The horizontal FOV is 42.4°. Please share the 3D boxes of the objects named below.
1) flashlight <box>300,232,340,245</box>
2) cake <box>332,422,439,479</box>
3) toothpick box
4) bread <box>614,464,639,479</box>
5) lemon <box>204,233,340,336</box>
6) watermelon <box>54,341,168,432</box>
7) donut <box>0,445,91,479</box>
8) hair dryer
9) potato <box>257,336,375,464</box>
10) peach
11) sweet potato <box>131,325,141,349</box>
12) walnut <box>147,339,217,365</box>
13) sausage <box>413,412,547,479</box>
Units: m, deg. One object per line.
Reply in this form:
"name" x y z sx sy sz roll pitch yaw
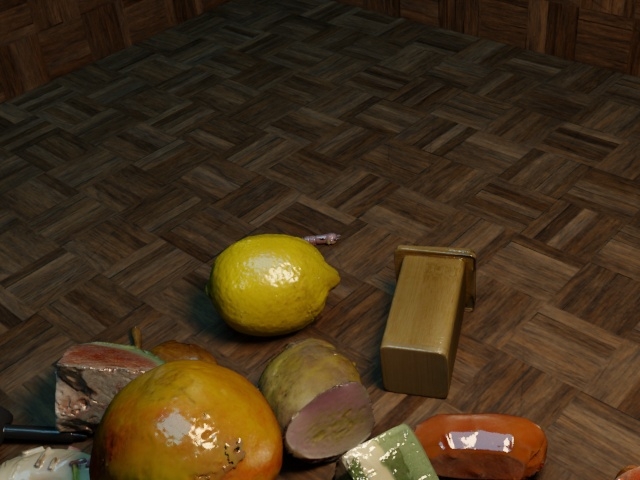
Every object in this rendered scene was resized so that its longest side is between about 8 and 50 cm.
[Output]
"flashlight" 0.000 0.000 2.233 0.110 0.031 0.052 -7 12 5
"cake" 0.150 0.469 1.470 0.158 0.172 0.283 -23 42 -18
"toothpick box" 0.236 0.180 1.840 0.190 0.187 0.308 5 42 14
"bread" 0.567 0.465 1.418 0.160 0.160 0.073 23 48 34
"lemon" -0.113 0.103 1.937 0.319 0.245 0.245 -5 37 -3
"watermelon" -0.461 0.294 1.758 0.310 0.193 0.231 24 31 26
"donut" -0.518 0.539 1.500 0.382 0.142 0.383 -5 37 4
"hair dryer" -0.618 0.423 1.749 0.248 0.071 0.114 5 36 1
"potato" -0.023 0.305 1.696 0.229 0.229 0.266 -21 34 -18
"peach" -0.237 0.365 1.489 0.372 0.290 0.372 -26 9 4
"sweet potato" -0.442 0.239 1.984 0.026 0.026 0.115 -13 36 -8
"walnut" -0.318 0.280 1.851 0.207 0.116 0.116 7 38 31
"sausage" 0.302 0.394 1.583 0.258 0.133 0.133 -2 37 12
